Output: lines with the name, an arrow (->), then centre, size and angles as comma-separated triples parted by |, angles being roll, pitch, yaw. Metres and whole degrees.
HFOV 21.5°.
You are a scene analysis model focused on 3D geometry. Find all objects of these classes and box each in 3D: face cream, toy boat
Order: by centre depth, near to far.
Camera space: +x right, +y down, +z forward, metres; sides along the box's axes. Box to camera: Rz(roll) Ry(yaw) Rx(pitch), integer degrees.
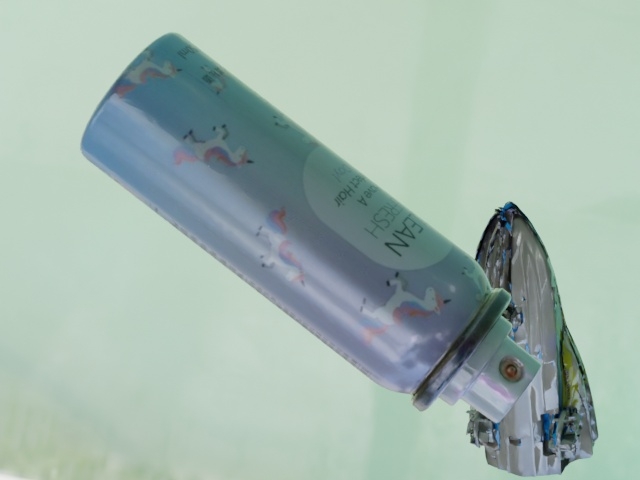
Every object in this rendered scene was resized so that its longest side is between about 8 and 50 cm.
face cream -> 0.000, 0.000, 0.773 | 0.229, 0.075, 0.075 | 37, 162, 3
toy boat -> 0.124, 0.064, 1.038 | 0.084, 0.066, 0.210 | 6, 127, 20
